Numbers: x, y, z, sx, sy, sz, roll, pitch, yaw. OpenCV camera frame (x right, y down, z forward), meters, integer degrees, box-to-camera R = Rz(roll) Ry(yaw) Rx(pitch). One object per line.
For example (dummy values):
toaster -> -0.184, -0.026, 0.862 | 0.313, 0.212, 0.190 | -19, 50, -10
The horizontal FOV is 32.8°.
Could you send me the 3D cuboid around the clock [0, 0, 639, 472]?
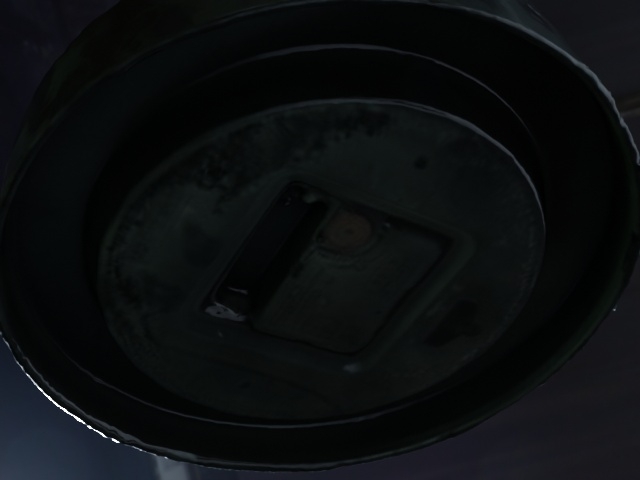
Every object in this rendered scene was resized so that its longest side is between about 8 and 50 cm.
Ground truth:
clock -> 0.000, 0.001, 0.548 | 0.066, 0.318, 0.319 | -100, -9, -46
